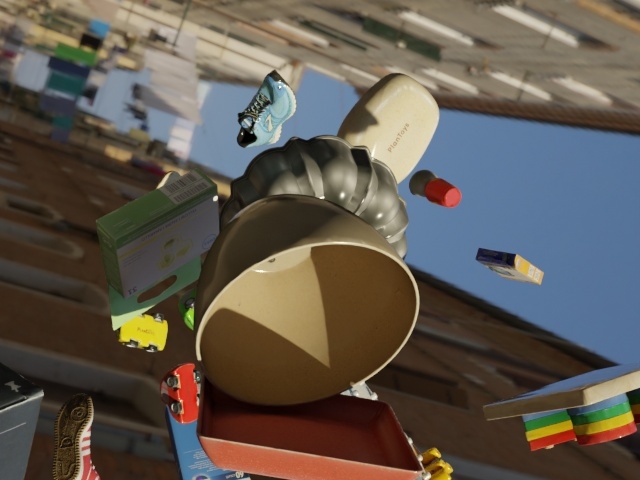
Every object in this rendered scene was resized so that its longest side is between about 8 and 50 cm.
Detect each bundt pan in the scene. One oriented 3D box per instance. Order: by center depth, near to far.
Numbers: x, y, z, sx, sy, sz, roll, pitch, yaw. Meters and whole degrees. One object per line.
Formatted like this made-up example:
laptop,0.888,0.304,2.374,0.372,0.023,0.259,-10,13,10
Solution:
bundt pan,0.000,0.000,1.654,0.331,0.330,0.124,-65,-159,17

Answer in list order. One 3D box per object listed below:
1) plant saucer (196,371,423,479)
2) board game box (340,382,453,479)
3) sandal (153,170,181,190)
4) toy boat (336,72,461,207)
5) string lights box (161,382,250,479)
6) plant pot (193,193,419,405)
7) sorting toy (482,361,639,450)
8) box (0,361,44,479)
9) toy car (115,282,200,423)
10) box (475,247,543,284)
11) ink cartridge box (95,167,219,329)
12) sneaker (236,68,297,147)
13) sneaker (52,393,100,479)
plant saucer,-0.025,0.236,1.225,0.259,0.258,0.048,-125,-134,-80
board game box,0.117,0.377,1.897,0.050,0.390,0.390,-37,-176,13
sandal,-0.323,-0.028,2.098,0.079,0.088,0.240,15,-105,38
toy boat,0.161,-0.177,2.081,0.267,0.318,0.148,-51,-149,-3
string lights box,-0.231,0.424,2.040,0.077,0.133,0.260,110,-33,-58
plant pot,-0.037,0.048,1.296,0.284,0.284,0.191,-58,-145,31
sorting toy,0.434,0.258,1.565,0.257,0.255,0.089,-29,-106,61
box,-0.591,0.365,1.373,0.212,0.293,0.396,27,-69,23
toy car,-0.233,0.151,1.655,0.053,0.239,0.225,-3,-141,36
box,0.345,0.045,1.842,0.081,0.136,0.028,11,-103,39
ink cartridge box,-0.224,0.028,1.423,0.056,0.171,0.235,39,-34,30
sneaker,-0.088,-0.192,1.535,0.063,0.073,0.162,50,-34,18
sneaker,-0.274,0.237,1.135,0.067,0.042,0.118,80,7,-49
